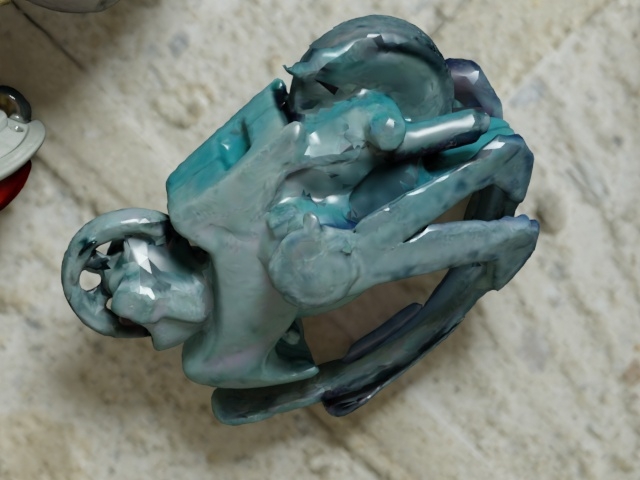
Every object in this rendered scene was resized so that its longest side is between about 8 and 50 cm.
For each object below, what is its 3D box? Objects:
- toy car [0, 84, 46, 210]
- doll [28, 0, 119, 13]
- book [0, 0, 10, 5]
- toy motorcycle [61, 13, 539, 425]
[{"bbox_3d":[-0.239,-0.037,0.965,0.139,0.112,0.112,21,116,4],"label":"toy car"},{"bbox_3d":[-0.192,-0.253,0.905,0.287,0.151,0.151,44,97,-3],"label":"doll"},{"bbox_3d":[-0.230,-0.286,0.814,0.216,0.021,0.310,13,103,13],"label":"book"},{"bbox_3d":[0.000,0.000,0.961,0.260,0.154,0.206,-39,123,13],"label":"toy motorcycle"}]
